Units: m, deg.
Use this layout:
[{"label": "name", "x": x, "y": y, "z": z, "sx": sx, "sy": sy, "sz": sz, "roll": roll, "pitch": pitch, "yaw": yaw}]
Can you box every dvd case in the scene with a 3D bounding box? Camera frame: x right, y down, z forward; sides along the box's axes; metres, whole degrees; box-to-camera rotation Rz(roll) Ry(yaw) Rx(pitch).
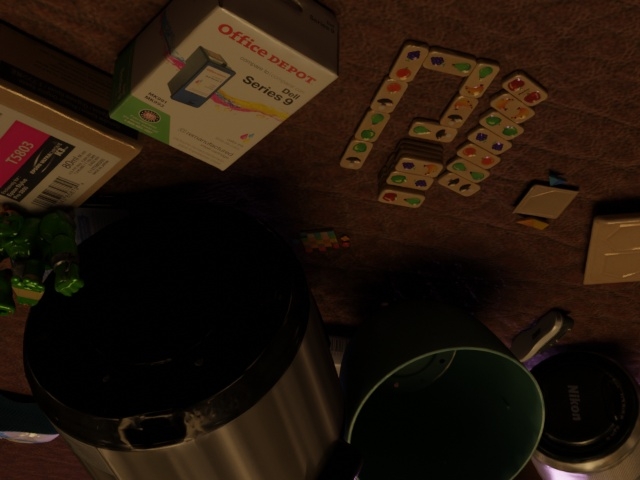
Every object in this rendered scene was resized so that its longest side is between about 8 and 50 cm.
[{"label": "dvd case", "x": -0.313, "y": 0.001, "z": 1.387, "sx": 0.253, "sy": 0.022, "sz": 0.180, "roll": 2, "pitch": 140, "yaw": -3}]

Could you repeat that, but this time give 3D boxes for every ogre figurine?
[{"label": "ogre figurine", "x": -0.365, "y": 0.026, "z": 1.199, "sx": 0.097, "sy": 0.118, "sz": 0.197, "roll": 30, "pitch": 139, "yaw": -33}]

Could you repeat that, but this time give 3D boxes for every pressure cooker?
[{"label": "pressure cooker", "x": -0.161, "y": 0.204, "z": 1.322, "sx": 0.376, "sy": 0.369, "sz": 0.420, "roll": -18, "pitch": 136, "yaw": -2}]

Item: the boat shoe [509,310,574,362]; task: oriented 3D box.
[{"label": "boat shoe", "x": 0.365, "y": 0.164, "z": 1.639, "sx": 0.040, "sy": 0.049, "sz": 0.142, "roll": 13, "pitch": 143, "yaw": -21}]

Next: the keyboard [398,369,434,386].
[{"label": "keyboard", "x": 0.226, "y": 0.234, "z": 1.727, "sx": 0.108, "sy": 0.023, "sz": 0.180, "roll": -30, "pitch": 153, "yaw": 35}]

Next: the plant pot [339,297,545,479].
[{"label": "plant pot", "x": 0.158, "y": 0.224, "z": 1.508, "sx": 0.293, "sy": 0.235, "sz": 0.292, "roll": -5, "pitch": 117, "yaw": -10}]

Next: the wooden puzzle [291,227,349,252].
[{"label": "wooden puzzle", "x": 0.000, "y": 0.000, "z": 1.417, "sx": 0.083, "sy": 0.006, "sz": 0.049, "roll": -6, "pitch": 147, "yaw": 10}]

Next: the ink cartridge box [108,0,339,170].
[{"label": "ink cartridge box", "x": -0.103, "y": -0.184, "z": 1.051, "sx": 0.154, "sy": 0.093, "sz": 0.212, "roll": 25, "pitch": 138, "yaw": -33}]

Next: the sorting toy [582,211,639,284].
[{"label": "sorting toy", "x": 0.477, "y": 0.003, "z": 1.405, "sx": 0.193, "sy": 0.038, "sz": 0.208, "roll": -4, "pitch": 152, "yaw": 7}]

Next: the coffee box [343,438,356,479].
[{"label": "coffee box", "x": 0.102, "y": 0.435, "z": 1.950, "sx": 0.119, "sy": 0.168, "sz": 0.297, "roll": 13, "pitch": 144, "yaw": -20}]

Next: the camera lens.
[{"label": "camera lens", "x": 0.469, "y": 0.336, "z": 1.748, "sx": 0.220, "sy": 0.219, "sz": 0.274, "roll": -12, "pitch": 146, "yaw": 17}]

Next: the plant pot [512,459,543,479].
[{"label": "plant pot", "x": 0.271, "y": 0.443, "z": 1.943, "sx": 0.237, "sy": 0.237, "sz": 0.254, "roll": 24, "pitch": 155, "yaw": -33}]

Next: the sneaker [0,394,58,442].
[{"label": "sneaker", "x": -0.602, "y": 0.340, "z": 1.874, "sx": 0.229, "sy": 0.087, "sz": 0.092, "roll": 18, "pitch": 145, "yaw": -23}]

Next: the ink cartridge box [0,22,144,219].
[{"label": "ink cartridge box", "x": -0.344, "y": -0.120, "z": 1.154, "sx": 0.193, "sy": 0.088, "sz": 0.235, "roll": 22, "pitch": 142, "yaw": -33}]

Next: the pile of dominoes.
[{"label": "pile of dominoes", "x": 0.147, "y": -0.124, "z": 1.195, "sx": 0.196, "sy": 0.040, "sz": 0.251, "roll": 10, "pitch": 147, "yaw": -15}]

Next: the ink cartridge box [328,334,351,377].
[{"label": "ink cartridge box", "x": 0.038, "y": 0.213, "z": 1.731, "sx": 0.189, "sy": 0.066, "sz": 0.232, "roll": 7, "pitch": 168, "yaw": -11}]

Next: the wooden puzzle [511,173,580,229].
[{"label": "wooden puzzle", "x": 0.302, "y": -0.053, "z": 1.332, "sx": 0.079, "sy": 0.014, "sz": 0.116, "roll": 8, "pitch": 147, "yaw": -21}]
